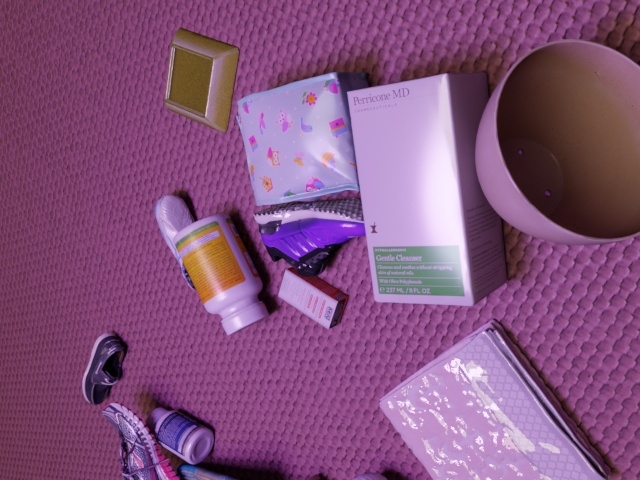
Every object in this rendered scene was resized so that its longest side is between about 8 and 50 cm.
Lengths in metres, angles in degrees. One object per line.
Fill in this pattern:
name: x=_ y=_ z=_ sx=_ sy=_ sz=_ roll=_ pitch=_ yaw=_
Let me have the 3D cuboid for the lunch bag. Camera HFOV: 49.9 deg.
lunch bag: x=-0.032 y=-0.185 z=1.296 sx=0.262 sy=0.160 sz=0.224 roll=-7 pitch=98 yaw=32

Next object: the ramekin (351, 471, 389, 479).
ramekin: x=0.086 y=0.563 z=1.374 sx=0.109 sy=0.207 sz=0.207 roll=38 pitch=122 yaw=33

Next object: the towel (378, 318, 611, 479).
towel: x=0.300 y=0.358 z=1.255 sx=0.332 sy=0.053 sz=0.317 roll=54 pitch=126 yaw=14

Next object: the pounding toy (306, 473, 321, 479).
pounding toy: x=-0.066 y=0.586 z=1.534 sx=0.155 sy=0.154 sz=0.270 roll=43 pitch=142 yaw=22

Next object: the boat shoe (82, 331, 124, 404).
boat shoe: x=-0.595 y=0.368 z=1.895 sx=0.079 sy=0.084 sz=0.233 roll=33 pitch=116 yaw=26

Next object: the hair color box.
hair color box: x=-0.017 y=0.116 z=1.431 sx=0.141 sy=0.043 sz=0.072 roll=31 pitch=118 yaw=28

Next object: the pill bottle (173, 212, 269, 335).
pill bottle: x=-0.211 y=0.076 z=1.504 sx=0.136 sy=0.136 sz=0.246 roll=-32 pitch=82 yaw=37

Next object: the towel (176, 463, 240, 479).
towel: x=-0.218 y=0.661 z=1.621 sx=0.370 sy=0.040 sz=0.272 roll=-20 pitch=98 yaw=59

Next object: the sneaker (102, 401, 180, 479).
sneaker: x=-0.458 y=0.536 z=1.715 sx=0.299 sy=0.112 sz=0.121 roll=55 pitch=152 yaw=8

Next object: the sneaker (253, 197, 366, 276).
sneaker: x=0.000 y=0.000 z=1.362 sx=0.293 sy=0.102 sz=0.146 roll=1 pitch=106 yaw=41

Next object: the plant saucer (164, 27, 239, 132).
plant saucer: x=-0.273 y=-0.348 z=1.501 sx=0.188 sy=0.045 sz=0.188 roll=26 pitch=116 yaw=29

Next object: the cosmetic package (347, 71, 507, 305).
cosmetic package: x=0.184 y=-0.087 z=1.164 sx=0.196 sy=0.155 sz=0.366 roll=-3 pitch=101 yaw=38

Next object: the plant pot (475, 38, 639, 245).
plant pot: x=0.339 y=-0.117 z=0.999 sx=0.284 sy=0.284 sz=0.191 roll=64 pitch=162 yaw=5

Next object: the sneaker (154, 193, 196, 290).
sneaker: x=-0.317 y=0.006 z=1.610 sx=0.086 sy=0.085 sz=0.237 roll=-18 pitch=95 yaw=64

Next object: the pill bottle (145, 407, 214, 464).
pill bottle: x=-0.361 y=0.489 z=1.746 sx=0.169 sy=0.094 sz=0.094 roll=19 pitch=112 yaw=31
